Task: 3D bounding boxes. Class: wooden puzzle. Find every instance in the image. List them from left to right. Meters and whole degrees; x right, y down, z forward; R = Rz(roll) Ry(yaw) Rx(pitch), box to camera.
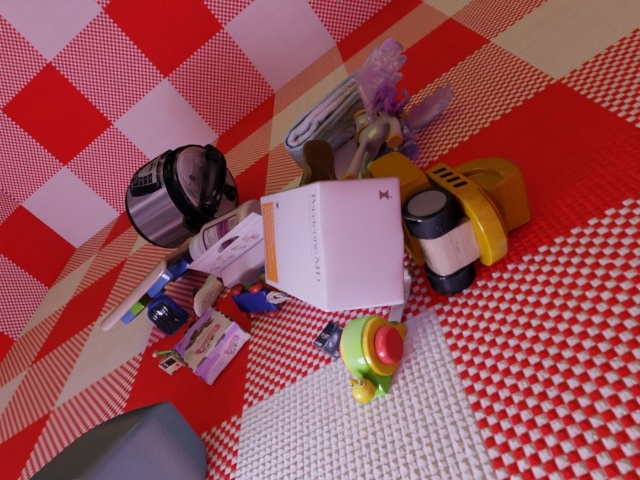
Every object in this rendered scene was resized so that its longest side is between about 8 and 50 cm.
[{"bbox_3d":[-0.565,0.151,1.667,0.322,0.080,0.348,-44,9,12],"label":"wooden puzzle"}]

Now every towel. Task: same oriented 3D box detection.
[{"bbox_3d":[0.049,-0.403,1.682,0.374,0.090,0.320,-40,-11,3],"label":"towel"}]

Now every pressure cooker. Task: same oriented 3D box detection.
[{"bbox_3d":[-0.550,-0.196,2.018,0.420,0.370,0.375,-23,3,30],"label":"pressure cooker"}]

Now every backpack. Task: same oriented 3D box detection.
[{"bbox_3d":[-0.516,0.241,1.611,0.098,0.120,0.101,-43,28,0],"label":"backpack"}]

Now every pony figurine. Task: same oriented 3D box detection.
[{"bbox_3d":[0.192,-0.347,1.411,0.351,0.302,0.363,-39,33,36],"label":"pony figurine"}]

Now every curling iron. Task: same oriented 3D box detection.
[{"bbox_3d":[-0.422,0.225,1.603,0.068,0.035,0.274,-37,28,9],"label":"curling iron"}]

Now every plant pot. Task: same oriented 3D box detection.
[{"bbox_3d":[-0.382,0.478,0.990,0.247,0.248,0.252,-23,17,32],"label":"plant pot"}]

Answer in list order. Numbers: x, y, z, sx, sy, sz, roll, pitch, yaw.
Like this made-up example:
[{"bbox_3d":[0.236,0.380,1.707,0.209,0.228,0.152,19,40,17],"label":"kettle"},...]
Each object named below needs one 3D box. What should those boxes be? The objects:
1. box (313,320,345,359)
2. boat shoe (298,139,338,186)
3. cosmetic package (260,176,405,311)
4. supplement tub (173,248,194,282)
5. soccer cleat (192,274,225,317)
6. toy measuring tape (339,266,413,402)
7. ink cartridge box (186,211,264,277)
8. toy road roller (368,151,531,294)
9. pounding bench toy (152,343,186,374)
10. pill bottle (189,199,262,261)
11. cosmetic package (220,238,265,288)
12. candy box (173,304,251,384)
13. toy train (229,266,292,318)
[{"bbox_3d":[0.029,0.216,1.055,0.067,0.018,0.083,-50,29,-15],"label":"box"},{"bbox_3d":[-0.010,-0.137,1.415,0.123,0.123,0.342,0,56,-8],"label":"boat shoe"},{"bbox_3d":[0.000,0.000,1.038,0.161,0.230,0.453,-4,2,-20],"label":"cosmetic package"},{"bbox_3d":[-0.515,0.073,1.865,0.198,0.106,0.106,-33,29,17],"label":"supplement tub"},{"bbox_3d":[-0.355,0.166,1.573,0.076,0.068,0.196,-24,30,25],"label":"soccer cleat"},{"bbox_3d":[0.111,0.153,0.938,0.121,0.121,0.330,-18,36,39],"label":"toy measuring tape"},{"bbox_3d":[-0.226,0.011,1.430,0.275,0.239,0.060,-37,58,18],"label":"ink cartridge box"},{"bbox_3d":[0.263,-0.072,0.984,0.240,0.202,0.329,-29,33,-2],"label":"toy road roller"},{"bbox_3d":[-0.438,0.338,1.411,0.065,0.083,0.052,-35,28,15],"label":"pounding bench toy"},{"bbox_3d":[-0.303,-0.010,1.643,0.301,0.169,0.169,-22,34,33],"label":"pill bottle"},{"bbox_3d":[-0.173,0.060,1.427,0.239,0.099,0.060,-36,58,15],"label":"cosmetic package"},{"bbox_3d":[-0.302,0.281,1.332,0.165,0.070,0.196,-50,28,-16],"label":"candy box"},{"bbox_3d":[-0.118,0.126,1.301,0.248,0.105,0.143,-12,27,44],"label":"toy train"}]
